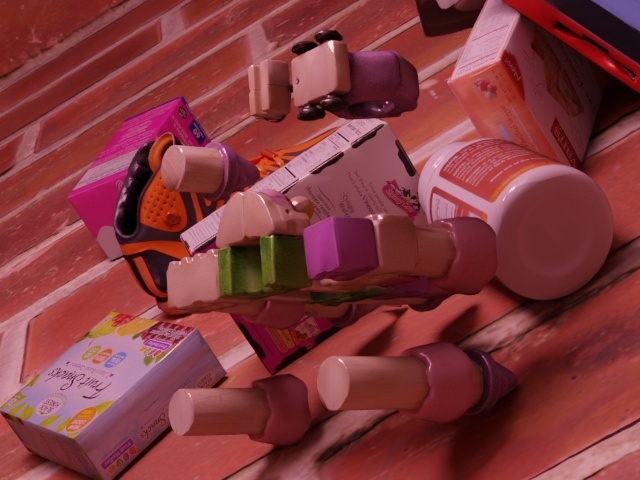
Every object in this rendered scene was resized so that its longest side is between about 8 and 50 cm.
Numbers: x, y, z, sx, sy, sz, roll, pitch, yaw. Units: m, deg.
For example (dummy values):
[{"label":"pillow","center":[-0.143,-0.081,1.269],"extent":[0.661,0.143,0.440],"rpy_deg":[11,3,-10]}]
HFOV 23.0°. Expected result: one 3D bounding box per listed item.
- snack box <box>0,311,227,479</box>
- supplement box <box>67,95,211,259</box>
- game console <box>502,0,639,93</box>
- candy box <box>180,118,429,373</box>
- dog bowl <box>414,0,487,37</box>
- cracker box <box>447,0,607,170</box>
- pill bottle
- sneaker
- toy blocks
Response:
[{"label":"snack box","center":[-0.222,0.160,1.661],"extent":[0.174,0.070,0.207],"rpy_deg":[-42,22,-23]},{"label":"supplement box","center":[-0.239,-0.088,2.169],"extent":[0.114,0.111,0.220],"rpy_deg":[-19,26,29]},{"label":"game console","center":[0.330,-0.320,1.614],"extent":[0.342,0.386,0.060],"rpy_deg":[-44,-18,-25]},{"label":"candy box","center":[0.000,0.000,1.577],"extent":[0.233,0.159,0.071],"rpy_deg":[-33,22,-3]},{"label":"dog bowl","center":[0.258,-0.355,1.848],"extent":[0.348,0.102,0.349],"rpy_deg":[-23,-2,-1]},{"label":"cracker box","center":[0.220,-0.166,1.634],"extent":[0.067,0.156,0.232],"rpy_deg":[-21,24,31]},{"label":"pill bottle","center":[0.170,-0.029,1.454],"extent":[0.121,0.121,0.216],"rpy_deg":[-35,21,-7]},{"label":"sneaker","center":[-0.102,-0.072,1.844],"extent":[0.321,0.180,0.124],"rpy_deg":[-40,22,-17]},{"label":"toy blocks","center":[0.040,0.015,1.372],"extent":[0.260,0.309,0.288],"rpy_deg":[3,-12,-37]}]
